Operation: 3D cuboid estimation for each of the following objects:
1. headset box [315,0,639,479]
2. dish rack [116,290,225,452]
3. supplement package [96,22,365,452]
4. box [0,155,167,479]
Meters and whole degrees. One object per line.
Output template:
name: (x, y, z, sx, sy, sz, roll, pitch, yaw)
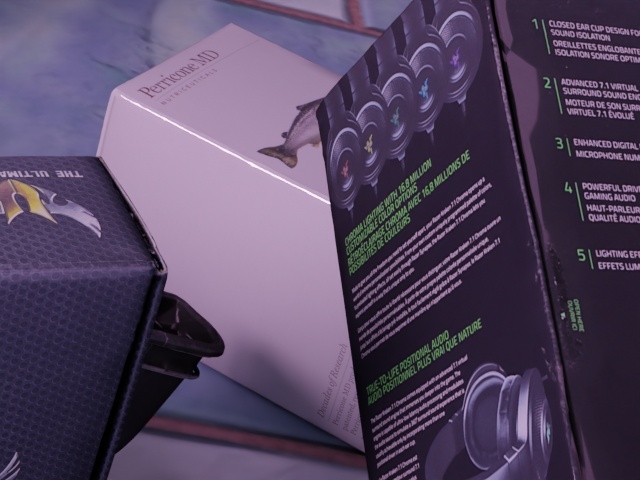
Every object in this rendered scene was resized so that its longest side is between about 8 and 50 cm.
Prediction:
headset box: (0.145, 0.042, 0.572, 0.246, 0.131, 0.283, 2, 66, -25)
dish rack: (-0.187, -0.020, 0.605, 0.271, 0.074, 0.208, 38, 7, 32)
supplement package: (0.000, 0.000, 0.714, 0.179, 0.105, 0.105, 27, 34, 15)
box: (-0.173, 0.066, 0.436, 0.233, 0.183, 0.059, -2, 38, -32)
